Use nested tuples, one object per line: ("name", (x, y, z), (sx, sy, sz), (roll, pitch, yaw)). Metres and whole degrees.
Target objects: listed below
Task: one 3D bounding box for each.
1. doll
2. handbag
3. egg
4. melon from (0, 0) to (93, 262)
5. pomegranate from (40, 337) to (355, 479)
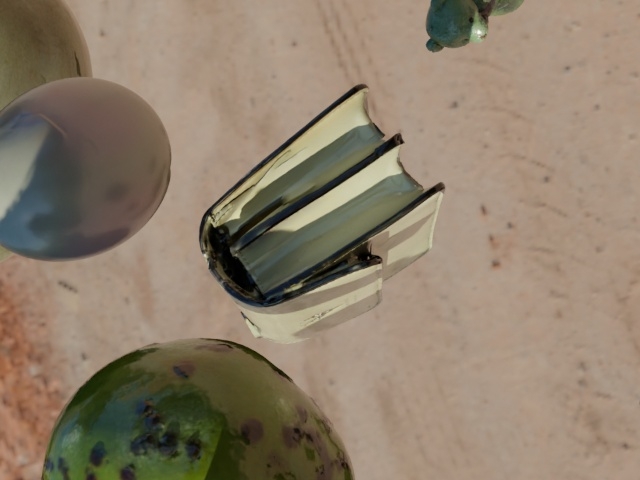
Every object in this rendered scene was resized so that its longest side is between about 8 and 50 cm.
("doll", (0.197, -0.290, 1.695), (0.077, 0.150, 0.115), (41, 155, 33))
("handbag", (0.000, 0.000, 1.477), (0.160, 0.236, 0.358), (55, 176, 10))
("egg", (-0.143, -0.041, 0.789), (0.103, 0.135, 0.103), (11, 115, 25))
("melon", (-0.356, -0.112, 1.290), (0.268, 0.268, 0.330), (29, 98, 48))
("pomegranate", (-0.071, 0.209, 0.913), (0.286, 0.231, 0.231), (-111, 30, -41))
